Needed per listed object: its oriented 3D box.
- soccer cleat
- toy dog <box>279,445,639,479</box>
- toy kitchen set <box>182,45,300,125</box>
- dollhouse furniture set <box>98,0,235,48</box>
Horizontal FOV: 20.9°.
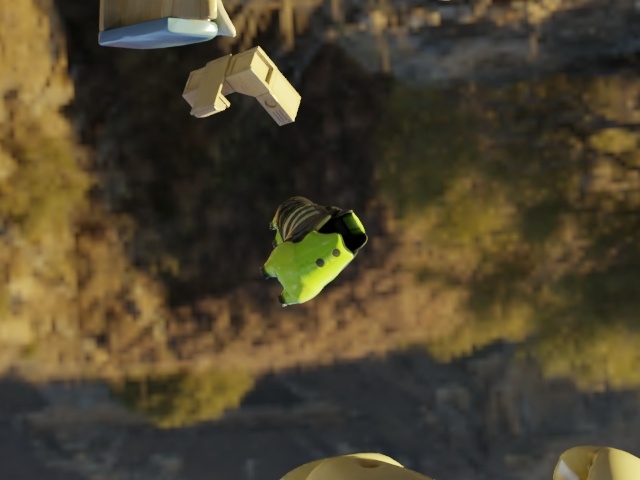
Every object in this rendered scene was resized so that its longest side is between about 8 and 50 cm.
[{"bbox_3d":[0.000,0.000,1.291,0.072,0.060,0.179,-30,-167,10],"label":"soccer cleat"},{"bbox_3d":[0.137,0.230,1.000,0.408,0.284,0.395,-8,156,32],"label":"toy dog"},{"bbox_3d":[-0.079,-0.125,1.640,0.083,0.068,0.075,-16,131,32],"label":"toy kitchen set"},{"bbox_3d":[-0.041,-0.303,1.410,0.198,0.286,0.303,1,179,-31],"label":"dollhouse furniture set"}]
